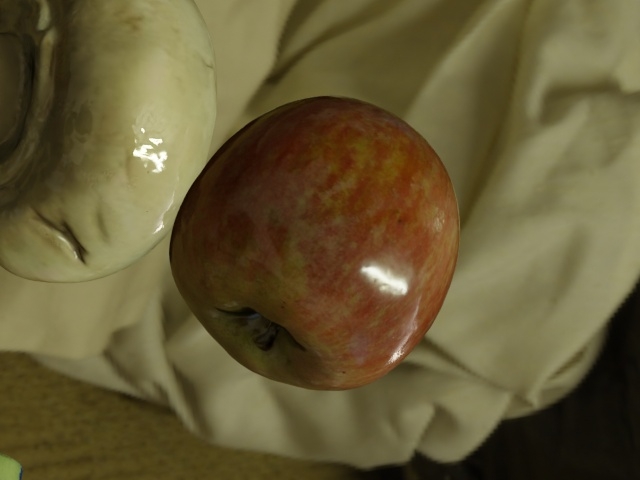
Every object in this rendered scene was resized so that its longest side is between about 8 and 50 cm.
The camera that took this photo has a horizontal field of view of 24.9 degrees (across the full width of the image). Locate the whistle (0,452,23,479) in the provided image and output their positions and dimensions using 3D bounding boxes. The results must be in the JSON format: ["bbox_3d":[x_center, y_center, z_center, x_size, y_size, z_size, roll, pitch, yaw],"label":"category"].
[{"bbox_3d":[-0.214,0.154,0.802,0.085,0.105,0.227,80,13,-68],"label":"whistle"}]

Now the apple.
[{"bbox_3d":[0.000,0.000,0.966,0.188,0.188,0.174,48,54,-26],"label":"apple"}]

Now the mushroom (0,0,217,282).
[{"bbox_3d":[-0.262,-0.121,1.257,0.336,0.314,0.314,5,74,-45],"label":"mushroom"}]
